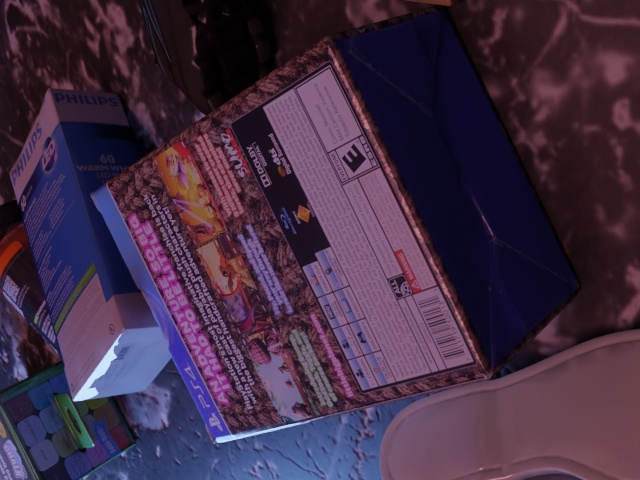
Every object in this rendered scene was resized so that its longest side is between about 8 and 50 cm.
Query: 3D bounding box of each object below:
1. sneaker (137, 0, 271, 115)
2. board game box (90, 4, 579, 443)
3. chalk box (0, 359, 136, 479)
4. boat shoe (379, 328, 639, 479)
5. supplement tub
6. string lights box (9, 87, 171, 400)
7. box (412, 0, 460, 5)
[{"bbox_3d":[-0.109,-0.222,0.701,0.106,0.101,0.267,32,138,38],"label":"sneaker"},{"bbox_3d":[0.000,0.000,0.695,0.291,0.141,0.232,-23,94,43],"label":"board game box"},{"bbox_3d":[-0.319,0.220,1.069,0.213,0.132,0.132,-25,92,42],"label":"chalk box"},{"bbox_3d":[0.195,0.144,0.654,0.319,0.116,0.099,-19,140,36],"label":"boat shoe"},{"bbox_3d":[-0.275,0.043,0.968,0.198,0.106,0.106,43,131,17],"label":"supplement tub"},{"bbox_3d":[-0.210,0.000,0.854,0.133,0.077,0.259,-48,55,42],"label":"string lights box"},{"bbox_3d":[0.028,-0.272,0.631,0.164,0.021,0.201,18,120,33],"label":"box"}]
